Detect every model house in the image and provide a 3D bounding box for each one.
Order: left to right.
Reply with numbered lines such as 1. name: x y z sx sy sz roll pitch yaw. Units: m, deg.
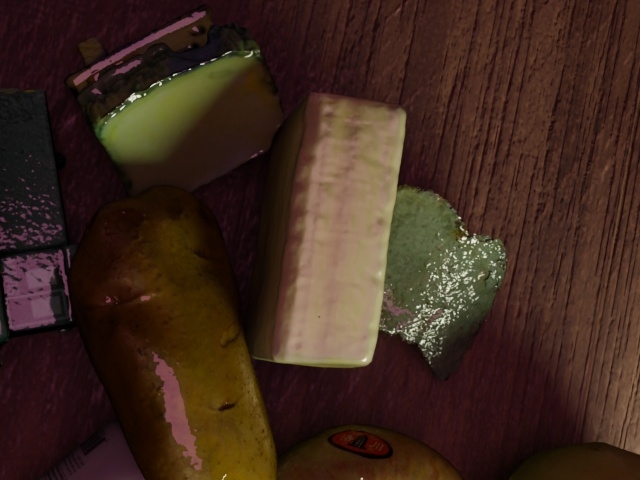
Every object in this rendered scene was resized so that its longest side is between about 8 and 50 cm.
1. model house: -0.170 -0.180 1.226 0.193 0.170 0.211 -30 52 -5

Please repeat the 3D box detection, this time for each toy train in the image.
1. toy train: -0.348 -0.023 1.210 0.178 0.138 0.331 -8 84 -21

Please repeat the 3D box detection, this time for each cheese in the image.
1. cheese: 0.000 0.000 1.210 0.123 0.242 0.266 8 84 -7

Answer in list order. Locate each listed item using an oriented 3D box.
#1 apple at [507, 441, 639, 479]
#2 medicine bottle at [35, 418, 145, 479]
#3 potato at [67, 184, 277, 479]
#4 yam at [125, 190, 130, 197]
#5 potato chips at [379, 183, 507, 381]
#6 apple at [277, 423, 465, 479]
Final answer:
1. apple: 0.288 0.349 1.233 0.262 0.262 0.263 1 85 -11
2. medicine bottle: -0.271 0.328 1.176 0.288 0.157 0.157 -38 93 -11
3. potato: -0.141 0.123 1.131 0.176 0.195 0.369 -13 73 -20
4. yam: -0.169 0.085 1.274 0.045 0.045 0.327 -9 85 -45
5. potato chips: 0.129 0.043 1.285 0.167 0.059 0.228 -42 119 9
6. apple: 0.038 0.316 1.217 0.260 0.194 0.261 1 88 -13
